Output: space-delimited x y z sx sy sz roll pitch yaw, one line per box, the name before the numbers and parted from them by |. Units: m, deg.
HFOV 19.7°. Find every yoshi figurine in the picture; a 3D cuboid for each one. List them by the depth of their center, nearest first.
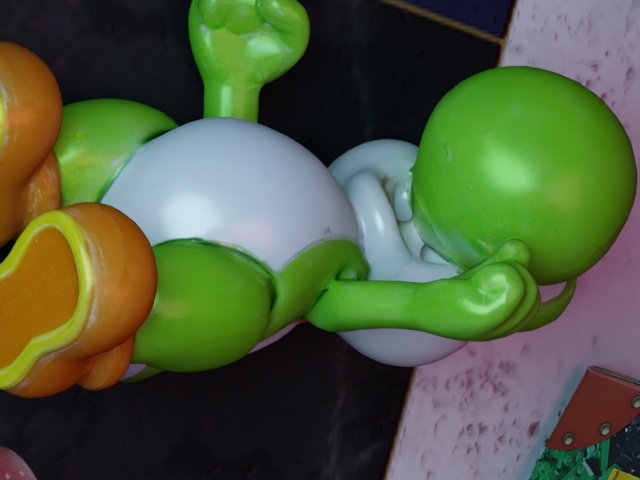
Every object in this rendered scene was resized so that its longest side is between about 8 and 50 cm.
yoshi figurine | 0.010 -0.024 0.870 0.362 0.203 0.203 2 93 -41

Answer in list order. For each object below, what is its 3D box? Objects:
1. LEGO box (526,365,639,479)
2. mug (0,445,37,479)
LEGO box | 0.281 0.367 1.165 0.500 0.193 0.372 39 77 -37
mug | -0.209 0.175 0.798 0.169 0.113 0.150 -5 102 -33
